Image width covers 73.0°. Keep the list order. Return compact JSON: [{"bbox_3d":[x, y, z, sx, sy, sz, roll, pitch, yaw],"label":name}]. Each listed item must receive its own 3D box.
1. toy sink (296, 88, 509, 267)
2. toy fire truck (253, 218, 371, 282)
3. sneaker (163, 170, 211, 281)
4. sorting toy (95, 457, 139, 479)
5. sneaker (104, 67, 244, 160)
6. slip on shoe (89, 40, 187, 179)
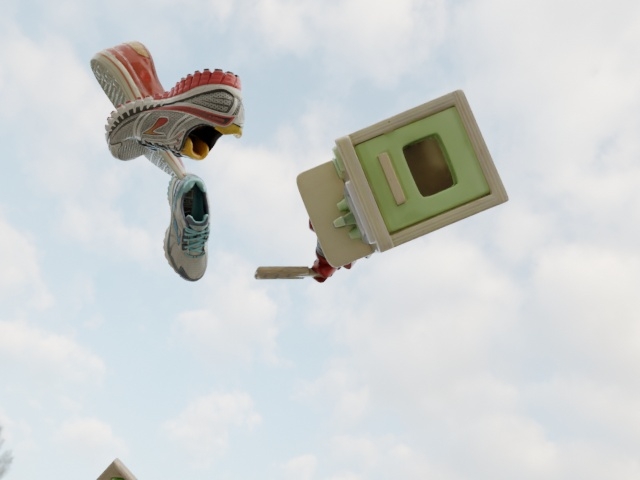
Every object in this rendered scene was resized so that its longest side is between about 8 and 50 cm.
[{"bbox_3d":[0.093,-0.071,0.572,0.234,0.131,0.152,-21,-92,1],"label":"toy sink"},{"bbox_3d":[0.000,0.000,0.860,0.159,0.246,0.217,30,-33,18],"label":"toy fire truck"},{"bbox_3d":[-0.325,-0.028,1.072,0.110,0.122,0.282,-9,-76,-33],"label":"sneaker"},{"bbox_3d":[-0.394,0.559,0.885,0.193,0.038,0.208,45,-58,4],"label":"sorting toy"},{"bbox_3d":[-0.201,-0.147,0.582,0.225,0.088,0.092,-14,-93,26],"label":"sneaker"},{"bbox_3d":[-0.334,-0.244,0.872,0.123,0.101,0.331,29,-26,21],"label":"slip on shoe"}]
